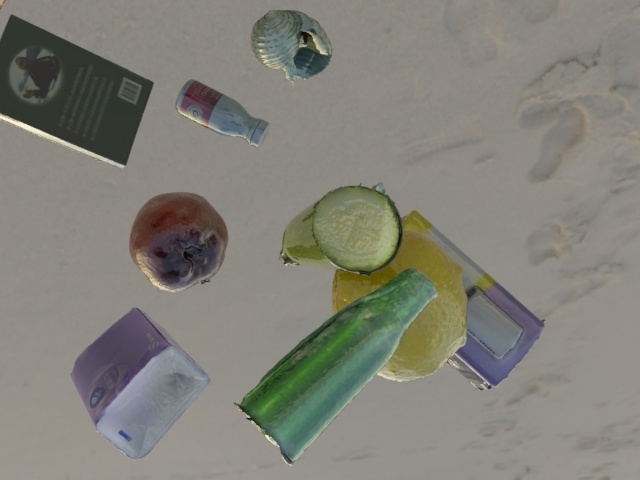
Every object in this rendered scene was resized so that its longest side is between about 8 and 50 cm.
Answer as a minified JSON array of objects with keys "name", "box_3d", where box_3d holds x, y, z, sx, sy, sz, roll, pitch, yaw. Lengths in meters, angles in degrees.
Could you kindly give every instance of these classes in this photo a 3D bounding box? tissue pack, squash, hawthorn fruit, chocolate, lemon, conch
[{"name":"tissue pack","box_3d":[-0.428,0.311,1.692,0.160,0.242,0.338,49,166,-28]},{"name":"squash","box_3d":[-0.005,-0.015,1.169,0.137,0.137,0.287,8,175,-31]},{"name":"hawthorn fruit","box_3d":[-0.430,-0.027,2.150,0.284,0.369,0.285,-14,130,-18]},{"name":"chocolate","box_3d":[0.032,0.146,0.937,0.291,0.110,0.110,-42,160,-14]},{"name":"lemon","box_3d":[0.134,0.110,1.263,0.233,0.288,0.233,-14,-164,4]},{"name":"conch","box_3d":[-0.051,-0.353,1.297,0.135,0.102,0.153,-11,167,17]}]

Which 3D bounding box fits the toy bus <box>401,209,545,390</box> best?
[{"name":"toy bus","box_3d":[0.306,0.148,1.743,0.209,0.440,0.249,-48,179,-9]}]

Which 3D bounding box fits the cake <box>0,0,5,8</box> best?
[{"name":"cake","box_3d":[-0.496,-0.480,1.163,0.159,0.158,0.262,-9,168,-13]}]

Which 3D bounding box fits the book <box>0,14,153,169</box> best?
[{"name":"book","box_3d":[-0.615,-0.357,1.790,0.370,0.260,0.043,24,155,-25]}]

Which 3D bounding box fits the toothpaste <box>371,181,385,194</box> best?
[{"name":"toothpaste","box_3d":[0.149,-0.093,2.077,0.064,0.041,0.218,14,146,2]}]

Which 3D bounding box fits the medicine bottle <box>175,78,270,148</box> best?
[{"name":"medicine bottle","box_3d":[-0.227,-0.293,1.723,0.216,0.090,0.090,27,153,2]}]
